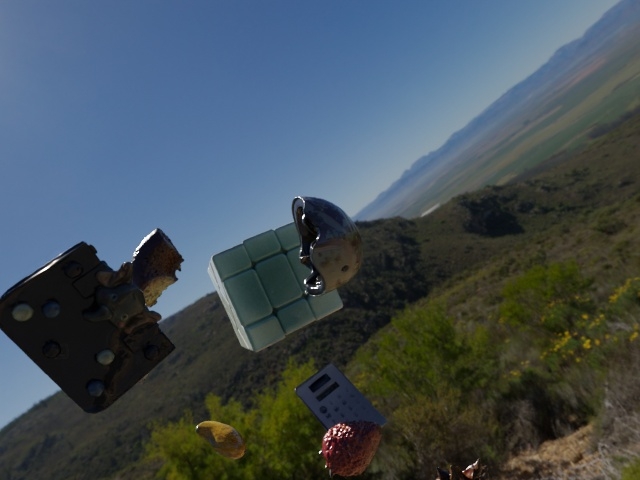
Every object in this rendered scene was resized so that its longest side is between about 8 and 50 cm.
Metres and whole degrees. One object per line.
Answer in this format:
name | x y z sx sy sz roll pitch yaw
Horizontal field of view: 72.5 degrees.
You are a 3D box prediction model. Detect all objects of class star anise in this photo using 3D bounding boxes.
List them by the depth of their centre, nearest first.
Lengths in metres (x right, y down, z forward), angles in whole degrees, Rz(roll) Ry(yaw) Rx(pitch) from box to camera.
star anise | 0.449 0.782 1.391 0.196 0.212 0.111 -46 38 29

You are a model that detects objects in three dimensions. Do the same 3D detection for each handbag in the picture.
handbag | -0.496 0.180 0.964 0.269 0.325 0.118 -42 20 -22

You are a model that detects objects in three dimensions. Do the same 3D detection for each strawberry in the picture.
strawberry | 0.081 0.502 1.056 0.148 0.131 0.131 -17 7 21

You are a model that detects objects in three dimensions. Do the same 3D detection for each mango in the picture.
mango | -0.320 0.650 1.432 0.098 0.190 0.075 2 -76 -64

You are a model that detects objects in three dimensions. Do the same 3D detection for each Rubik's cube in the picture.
Rubik's cube | -0.164 0.153 1.444 0.316 0.321 0.319 -25 -3 -19

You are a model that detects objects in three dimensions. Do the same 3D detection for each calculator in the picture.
calculator | 0.056 0.494 1.309 0.161 0.262 0.021 -30 -37 -28

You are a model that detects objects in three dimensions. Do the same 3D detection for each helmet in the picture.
helmet | 0.016 0.003 0.761 0.107 0.177 0.153 -9 -30 -9

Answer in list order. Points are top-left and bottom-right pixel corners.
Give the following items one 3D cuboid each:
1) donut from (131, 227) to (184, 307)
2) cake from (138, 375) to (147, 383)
donut | -0.473 0.074 1.221 0.186 0.144 0.126 -47 -5 -13
cake | -0.468 0.319 1.118 0.052 0.065 0.121 -25 7 -16
